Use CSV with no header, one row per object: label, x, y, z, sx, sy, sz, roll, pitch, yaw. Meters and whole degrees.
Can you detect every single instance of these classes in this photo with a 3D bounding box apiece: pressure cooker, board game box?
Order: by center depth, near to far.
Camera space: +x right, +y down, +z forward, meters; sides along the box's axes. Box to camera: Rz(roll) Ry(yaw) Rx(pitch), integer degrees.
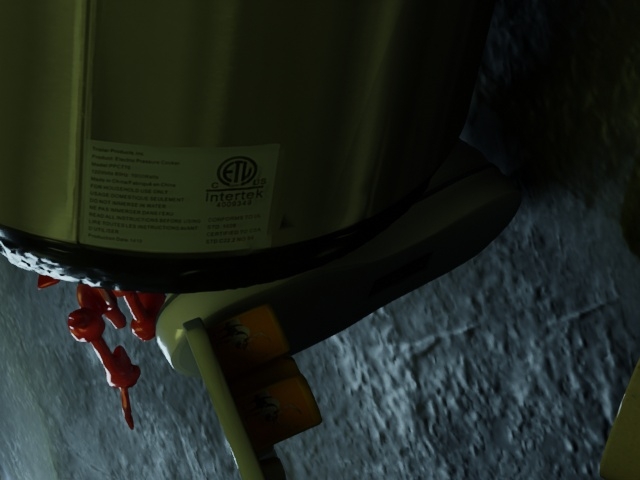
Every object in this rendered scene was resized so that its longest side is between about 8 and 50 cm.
pressure cooker,-0.064,-0.231,0.824,0.375,0.370,0.420,37,139,27
board game box,0.045,0.274,0.915,0.390,0.050,0.390,75,171,-60

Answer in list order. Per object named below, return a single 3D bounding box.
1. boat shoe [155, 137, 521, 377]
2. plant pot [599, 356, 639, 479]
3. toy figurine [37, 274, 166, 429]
boat shoe,0.000,0.000,0.968,0.084,0.258,0.095,50,137,22
plant pot,0.261,0.012,0.676,0.191,0.284,0.284,26,132,15
toy figurine,-0.056,-0.067,1.115,0.362,0.217,0.191,-93,-18,-62
